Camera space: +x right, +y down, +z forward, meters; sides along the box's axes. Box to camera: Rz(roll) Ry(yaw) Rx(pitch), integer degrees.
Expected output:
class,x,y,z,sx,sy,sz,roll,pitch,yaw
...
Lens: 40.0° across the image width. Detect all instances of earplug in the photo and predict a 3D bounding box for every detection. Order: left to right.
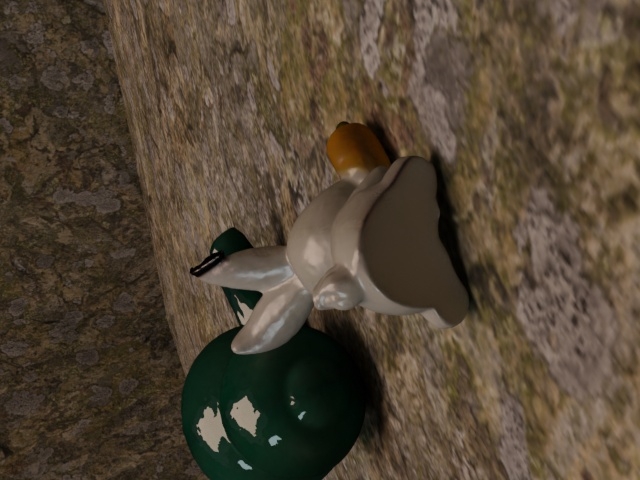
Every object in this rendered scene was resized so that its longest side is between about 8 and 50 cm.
class,x,y,z,sx,sy,sz,roll,pitch,yaw
earplug,-0.038,0.117,0.840,0.280,0.164,0.257,-20,49,65

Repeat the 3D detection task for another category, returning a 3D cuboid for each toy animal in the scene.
class,x,y,z,sx,sy,sz,roll,pitch,yaw
toy animal,0.000,0.000,0.554,0.182,0.127,0.131,-7,105,64
